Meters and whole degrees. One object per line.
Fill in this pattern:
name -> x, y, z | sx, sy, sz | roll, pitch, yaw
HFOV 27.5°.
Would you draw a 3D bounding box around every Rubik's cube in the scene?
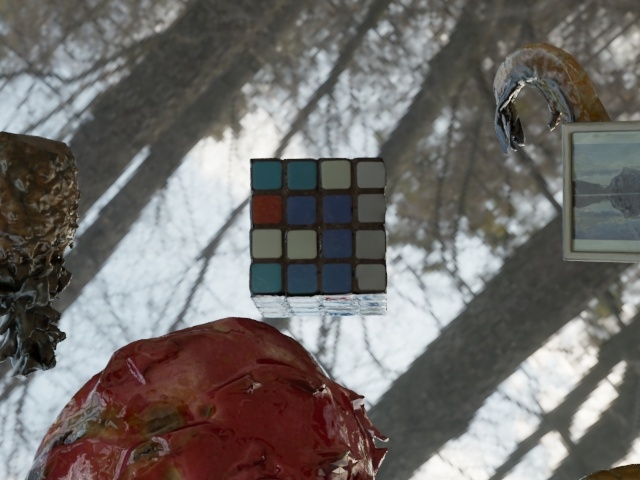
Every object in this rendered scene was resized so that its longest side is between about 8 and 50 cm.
Rubik's cube -> 0.000, 0.000, 1.451 | 0.155, 0.151, 0.154 | 80, -170, -79

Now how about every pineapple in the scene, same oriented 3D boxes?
pineapple -> -0.240, 0.012, 1.047 | 0.108, 0.108, 0.198 | -11, -83, -59

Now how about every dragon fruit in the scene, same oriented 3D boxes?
dragon fruit -> -0.078, 0.277, 1.218 | 0.249, 0.371, 0.386 | 32, 146, 51

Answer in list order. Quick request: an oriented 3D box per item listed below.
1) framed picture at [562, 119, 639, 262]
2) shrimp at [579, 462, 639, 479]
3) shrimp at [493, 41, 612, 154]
framed picture -> 0.347, -0.051, 1.347 | 0.015, 0.203, 0.150 | -8, -82, -61
shrimp -> 0.301, 0.264, 1.082 | 0.217, 0.051, 0.150 | 33, -131, 10
shrimp -> 0.281, -0.128, 1.550 | 0.046, 0.152, 0.219 | -37, -87, -41
